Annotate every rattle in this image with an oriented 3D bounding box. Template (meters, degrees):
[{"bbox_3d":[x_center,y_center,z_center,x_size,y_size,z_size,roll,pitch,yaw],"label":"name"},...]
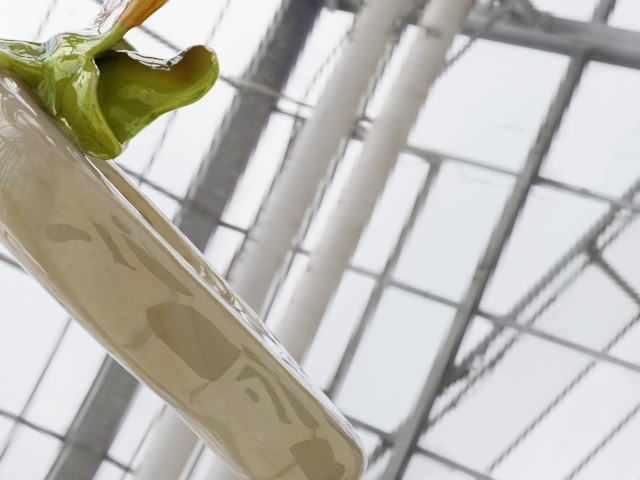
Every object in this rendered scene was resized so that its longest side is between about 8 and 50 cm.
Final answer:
[{"bbox_3d":[0.000,0.000,0.365,0.143,0.200,0.130,-42,-12,-18],"label":"rattle"}]
